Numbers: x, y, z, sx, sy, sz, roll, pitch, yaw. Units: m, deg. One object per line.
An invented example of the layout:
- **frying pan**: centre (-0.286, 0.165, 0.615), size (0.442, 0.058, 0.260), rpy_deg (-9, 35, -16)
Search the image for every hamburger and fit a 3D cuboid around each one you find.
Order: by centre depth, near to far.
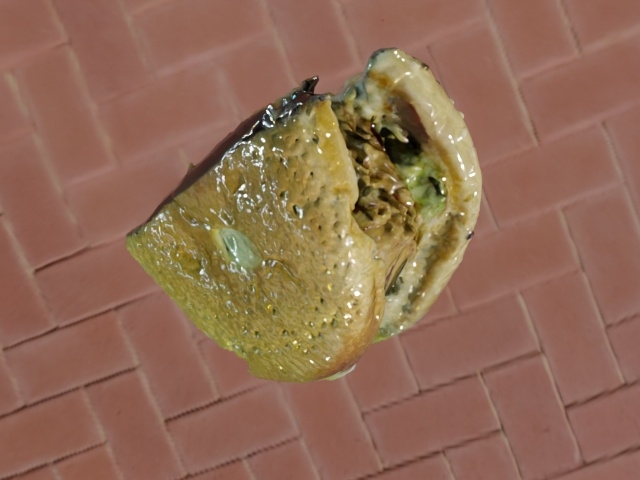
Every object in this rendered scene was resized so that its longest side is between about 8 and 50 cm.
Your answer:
- **hamburger**: centre (0.000, 0.000, 0.751), size (0.192, 0.167, 0.288), rpy_deg (50, 143, -7)
